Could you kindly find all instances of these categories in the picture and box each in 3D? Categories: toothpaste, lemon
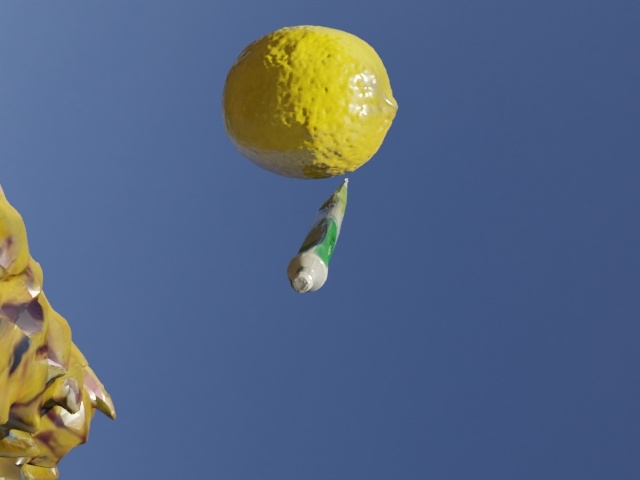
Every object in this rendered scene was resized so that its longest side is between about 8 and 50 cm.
[{"bbox_3d":[0.000,0.000,1.561,0.248,0.047,0.078,-67,-179,-64],"label":"toothpaste"},{"bbox_3d":[-0.014,-0.152,1.440,0.193,0.180,0.180,31,-87,19],"label":"lemon"}]

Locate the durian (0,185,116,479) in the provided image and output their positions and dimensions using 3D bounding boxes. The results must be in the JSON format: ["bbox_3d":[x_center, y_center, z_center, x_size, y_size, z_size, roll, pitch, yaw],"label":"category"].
[{"bbox_3d":[-0.149,-0.052,0.299,0.112,0.191,0.341,-4,-74,36],"label":"durian"}]
